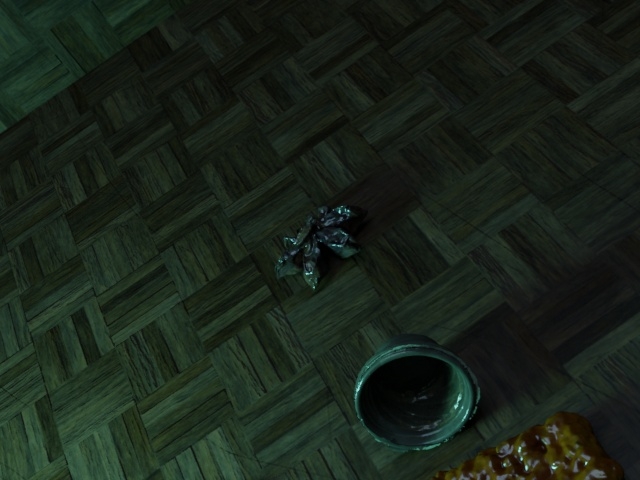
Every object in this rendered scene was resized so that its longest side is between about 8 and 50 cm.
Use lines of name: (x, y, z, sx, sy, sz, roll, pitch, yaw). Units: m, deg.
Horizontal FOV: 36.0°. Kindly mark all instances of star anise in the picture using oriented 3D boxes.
star anise: (-0.004, 0.006, 2.259, 0.214, 0.099, 0.220, -4, 51, 40)

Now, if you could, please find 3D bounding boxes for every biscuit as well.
biscuit: (0.363, 0.455, 1.642, 0.312, 0.110, 0.318, -28, 44, 4)

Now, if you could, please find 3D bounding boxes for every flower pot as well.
flower pot: (0.175, 0.267, 1.861, 0.235, 0.235, 0.140, -24, 21, 11)
